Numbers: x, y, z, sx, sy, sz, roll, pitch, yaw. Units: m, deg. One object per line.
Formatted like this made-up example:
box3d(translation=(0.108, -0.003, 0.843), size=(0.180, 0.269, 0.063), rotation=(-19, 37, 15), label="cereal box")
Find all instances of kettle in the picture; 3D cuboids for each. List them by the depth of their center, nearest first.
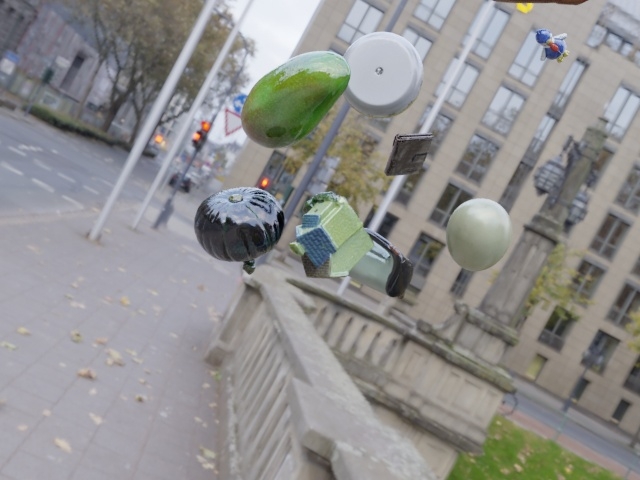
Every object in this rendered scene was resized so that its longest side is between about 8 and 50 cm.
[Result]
box3d(translation=(0.182, 0.064, 2.364), size=(0.255, 0.165, 0.240), rotation=(31, -35, 38), label="kettle")

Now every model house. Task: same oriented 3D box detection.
box3d(translation=(0.000, 0.000, 1.941), size=(0.195, 0.189, 0.214), rotation=(3, -44, 46), label="model house")

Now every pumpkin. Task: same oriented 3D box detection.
box3d(translation=(-0.218, -0.018, 1.892), size=(0.248, 0.247, 0.248), rotation=(28, 1, -1), label="pumpkin")

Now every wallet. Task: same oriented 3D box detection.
box3d(translation=(0.282, -0.276, 2.237), size=(0.125, 0.042, 0.230), rotation=(-5, -25, -7), label="wallet")

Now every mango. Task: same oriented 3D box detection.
box3d(translation=(-0.071, -0.393, 1.937), size=(0.382, 0.225, 0.201), rotation=(-26, -57, 34), label="mango")

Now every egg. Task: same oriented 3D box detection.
box3d(translation=(0.464, -0.011, 2.041), size=(0.189, 0.188, 0.253), rotation=(29, -36, 24), label="egg")

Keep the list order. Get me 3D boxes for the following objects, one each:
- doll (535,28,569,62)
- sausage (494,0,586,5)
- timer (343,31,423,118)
box3d(translation=(0.661, -0.565, 1.992), size=(0.143, 0.099, 0.057), rotation=(29, 24, -37), label="doll")
box3d(translation=(0.669, -0.784, 2.146), size=(0.349, 0.093, 0.097), rotation=(2, 43, 3), label="sausage")
box3d(translation=(0.196, -0.509, 2.187), size=(0.285, 0.285, 0.285), rotation=(28, 1, -1), label="timer")
